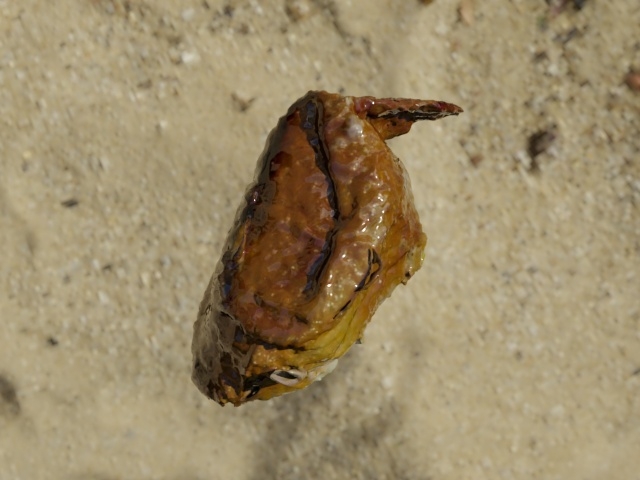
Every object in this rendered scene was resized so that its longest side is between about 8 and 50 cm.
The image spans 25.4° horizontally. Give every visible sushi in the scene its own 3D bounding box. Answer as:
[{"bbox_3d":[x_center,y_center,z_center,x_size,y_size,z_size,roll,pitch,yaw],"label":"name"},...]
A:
[{"bbox_3d":[-0.003,0.003,1.156,0.166,0.296,0.179,11,166,20],"label":"sushi"}]
